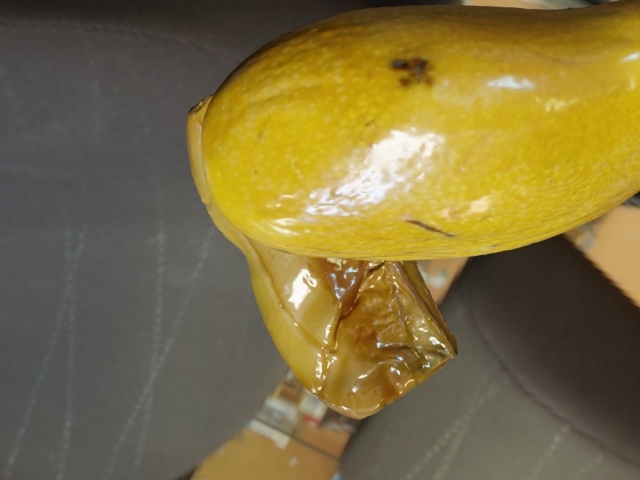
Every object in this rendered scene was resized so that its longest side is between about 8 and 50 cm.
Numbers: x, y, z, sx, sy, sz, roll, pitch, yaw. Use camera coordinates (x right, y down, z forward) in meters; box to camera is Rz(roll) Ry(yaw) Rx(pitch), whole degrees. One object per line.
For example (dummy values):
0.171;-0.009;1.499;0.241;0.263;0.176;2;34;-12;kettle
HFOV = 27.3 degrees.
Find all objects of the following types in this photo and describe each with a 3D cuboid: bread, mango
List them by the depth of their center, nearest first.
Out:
0.073;-0.048;0.609;0.157;0.262;0.109;62;22;-66;mango
0.000;0.000;1.100;0.132;0.294;0.167;-31;177;13;bread
